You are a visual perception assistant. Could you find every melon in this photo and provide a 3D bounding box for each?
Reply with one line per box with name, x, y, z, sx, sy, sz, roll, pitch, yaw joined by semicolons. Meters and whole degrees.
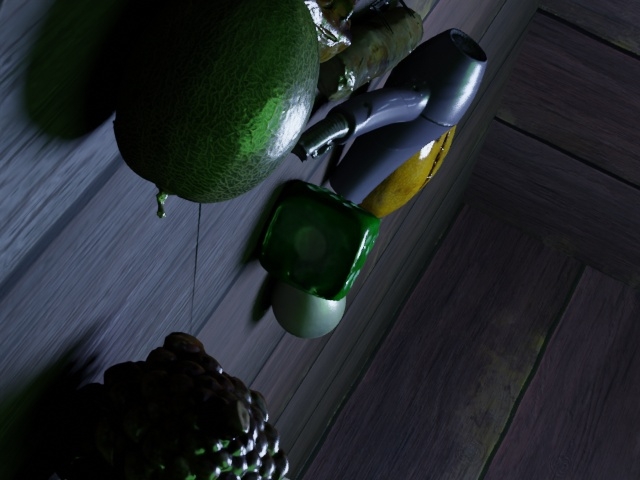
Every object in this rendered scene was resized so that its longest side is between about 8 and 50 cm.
melon;-0.076;-0.104;0.776;0.192;0.139;0.139;-62;170;-3

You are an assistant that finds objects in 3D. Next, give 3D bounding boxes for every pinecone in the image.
pinecone;-0.156;0.218;1.027;0.272;0.224;0.224;-39;-172;42

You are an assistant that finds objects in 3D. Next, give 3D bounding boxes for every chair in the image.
chair;0.076;-0.292;1.279;0.042;0.086;0.037;-28;176;14

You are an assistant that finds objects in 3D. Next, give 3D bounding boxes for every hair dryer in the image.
hair dryer;0.055;-0.147;1.447;0.301;0.121;0.361;-49;164;32

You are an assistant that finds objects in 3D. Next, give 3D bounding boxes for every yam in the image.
yam;0.063;-0.237;1.319;0.067;0.071;0.317;-27;-171;28

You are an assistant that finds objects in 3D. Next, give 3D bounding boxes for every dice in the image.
dice;0.000;0.000;1.439;0.128;0.131;0.120;-66;170;10

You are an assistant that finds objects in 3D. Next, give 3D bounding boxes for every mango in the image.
mango;0.141;-0.142;1.798;0.177;0.120;0.295;-47;162;-49

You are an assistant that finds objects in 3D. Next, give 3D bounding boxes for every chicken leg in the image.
chicken leg;-0.013;-0.224;1.007;0.093;0.070;0.178;-68;160;1

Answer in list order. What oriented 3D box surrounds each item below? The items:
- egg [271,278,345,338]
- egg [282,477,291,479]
egg;-0.018;0.089;1.627;0.114;0.114;0.152;-57;168;-26
egg;-0.120;0.525;1.795;0.283;0.283;0.345;-60;166;-14
